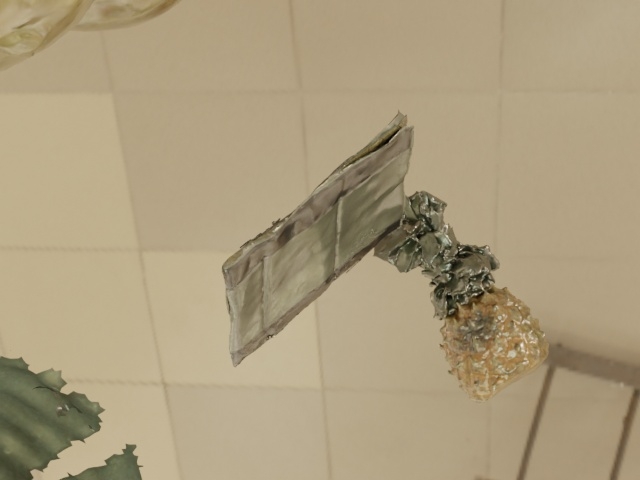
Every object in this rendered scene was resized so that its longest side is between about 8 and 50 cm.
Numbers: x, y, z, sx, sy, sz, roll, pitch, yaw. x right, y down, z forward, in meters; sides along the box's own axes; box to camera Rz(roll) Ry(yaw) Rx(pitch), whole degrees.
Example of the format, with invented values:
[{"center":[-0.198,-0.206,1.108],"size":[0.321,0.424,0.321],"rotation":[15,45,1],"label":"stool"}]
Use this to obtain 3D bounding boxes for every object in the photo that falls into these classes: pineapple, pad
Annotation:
[{"center":[0.148,0.052,1.217],"size":[0.111,0.119,0.237],"rotation":[-33,80,10],"label":"pineapple"},{"center":[0.001,0.000,1.013],"size":[0.022,0.233,0.174],"rotation":[38,153,22],"label":"pad"}]

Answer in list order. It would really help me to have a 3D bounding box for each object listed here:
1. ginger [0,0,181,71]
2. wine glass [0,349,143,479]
[{"center":[-0.134,-0.170,0.529],"size":[0.244,0.304,0.155],"rotation":[9,114,36],"label":"ginger"},{"center":[-0.208,0.195,0.437],"size":[0.357,0.190,0.190],"rotation":[-36,113,13],"label":"wine glass"}]
